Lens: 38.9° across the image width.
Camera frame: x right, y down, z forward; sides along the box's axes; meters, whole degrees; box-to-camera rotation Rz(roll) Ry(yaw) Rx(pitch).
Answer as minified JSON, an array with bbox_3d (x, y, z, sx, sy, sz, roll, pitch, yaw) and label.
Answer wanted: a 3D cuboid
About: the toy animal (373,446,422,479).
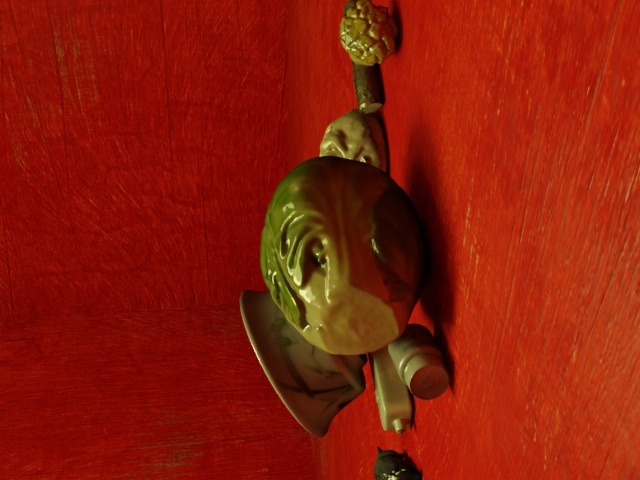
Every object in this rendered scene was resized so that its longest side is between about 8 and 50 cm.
[{"bbox_3d":[0.142,0.453,1.770,0.210,0.121,0.117,-94,22,-62],"label":"toy animal"}]

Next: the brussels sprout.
[{"bbox_3d":[0.044,0.033,1.527,0.354,0.282,0.289,-100,20,-52],"label":"brussels sprout"}]

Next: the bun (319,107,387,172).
[{"bbox_3d":[0.062,-0.161,1.888,0.231,0.133,0.231,178,90,-82],"label":"bun"}]

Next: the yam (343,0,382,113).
[{"bbox_3d":[0.087,-0.375,1.855,0.061,0.061,0.252,104,160,-69],"label":"yam"}]

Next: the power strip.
[{"bbox_3d":[0.127,0.226,1.860,0.091,0.062,0.385,89,174,-47],"label":"power strip"}]

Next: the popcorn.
[{"bbox_3d":[0.093,-0.375,1.657,0.121,0.116,0.106,26,166,37],"label":"popcorn"}]

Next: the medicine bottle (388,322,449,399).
[{"bbox_3d":[0.162,0.198,1.479,0.130,0.080,0.080,-111,19,-65],"label":"medicine bottle"}]

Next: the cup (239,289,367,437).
[{"bbox_3d":[-0.012,0.220,1.896,0.347,0.163,0.347,58,-172,-13],"label":"cup"}]
